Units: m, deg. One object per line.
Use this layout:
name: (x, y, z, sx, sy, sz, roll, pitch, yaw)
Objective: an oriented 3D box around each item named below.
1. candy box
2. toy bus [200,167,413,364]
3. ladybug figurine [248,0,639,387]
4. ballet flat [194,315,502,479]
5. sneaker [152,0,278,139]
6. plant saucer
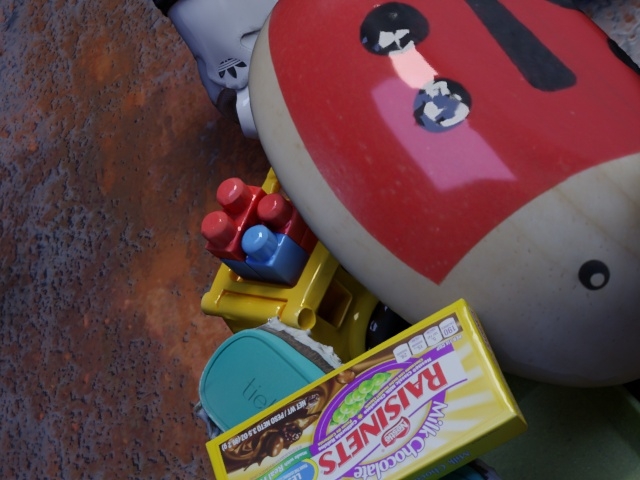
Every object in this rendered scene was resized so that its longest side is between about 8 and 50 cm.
candy box: (0.027, 0.129, 1.060, 0.206, 0.027, 0.105, -31, 50, 9)
toy bus: (0.000, 0.000, 1.310, 0.149, 0.211, 0.220, 6, 61, 43)
ladybug figurine: (0.120, -0.091, 1.209, 0.305, 0.162, 0.449, -18, 54, -32)
ballet flat: (0.059, 0.194, 1.101, 0.147, 0.147, 0.409, -45, 45, 1)
sneaker: (-0.043, -0.233, 1.589, 0.137, 0.210, 0.366, -18, 15, 27)
plant saucer: (0.154, 0.173, 1.175, 0.188, 0.045, 0.188, -42, 42, 3)
